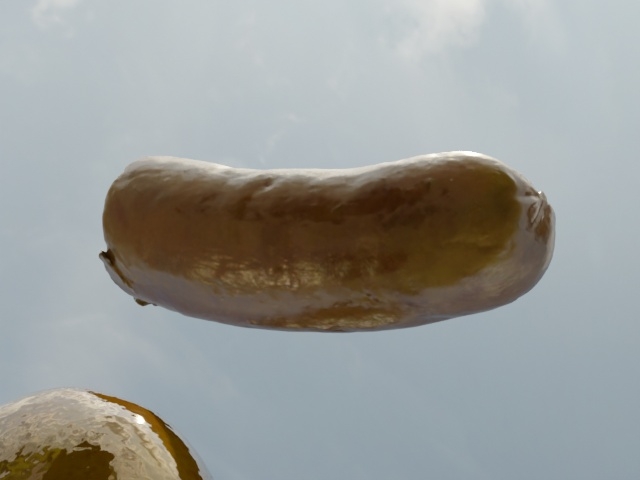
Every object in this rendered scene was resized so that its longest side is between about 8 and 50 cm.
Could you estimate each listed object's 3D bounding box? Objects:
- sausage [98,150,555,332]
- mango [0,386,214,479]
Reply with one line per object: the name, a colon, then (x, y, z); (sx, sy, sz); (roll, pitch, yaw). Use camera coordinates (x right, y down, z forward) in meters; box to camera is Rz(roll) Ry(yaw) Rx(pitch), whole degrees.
sausage: (-0.001, -0.001, 0.736); (0.270, 0.109, 0.109); (-1, -109, 25)
mango: (-0.099, 0.144, 0.503); (0.151, 0.120, 0.221); (-53, -151, 1)
